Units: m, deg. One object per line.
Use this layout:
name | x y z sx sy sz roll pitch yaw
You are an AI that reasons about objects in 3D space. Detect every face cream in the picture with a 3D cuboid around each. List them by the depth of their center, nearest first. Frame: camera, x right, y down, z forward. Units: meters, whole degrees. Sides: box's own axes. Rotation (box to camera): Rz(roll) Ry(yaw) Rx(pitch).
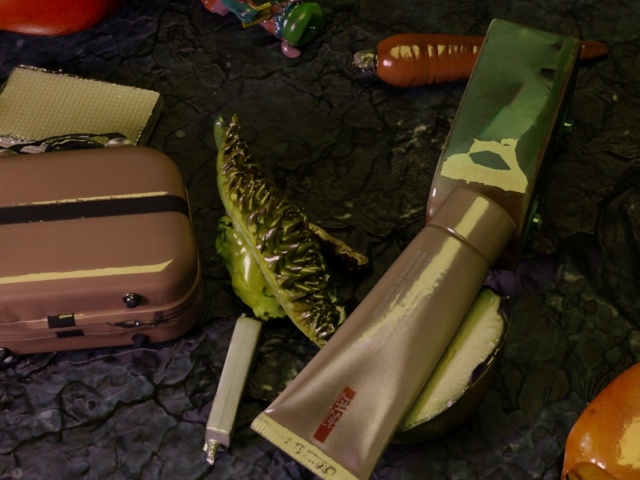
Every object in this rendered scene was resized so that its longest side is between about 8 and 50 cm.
face cream | 0.081 0.099 1.656 0.137 0.084 0.341 34 76 12

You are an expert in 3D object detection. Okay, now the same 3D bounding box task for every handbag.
handbag | -0.288 -0.014 1.779 0.302 0.149 0.283 -5 52 -1

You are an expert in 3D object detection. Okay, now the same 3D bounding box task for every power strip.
power strip | -0.096 0.160 1.707 0.030 0.047 0.191 13 55 3

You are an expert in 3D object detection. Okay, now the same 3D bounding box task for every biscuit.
biscuit | -0.306 -0.151 1.941 0.199 0.040 0.121 13 58 12

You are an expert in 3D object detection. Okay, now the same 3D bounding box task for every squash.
squash | 0.158 0.144 1.681 0.085 0.184 0.192 39 58 -20

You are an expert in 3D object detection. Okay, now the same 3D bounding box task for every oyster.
oyster | -0.001 0.001 1.823 0.029 0.086 0.132 -59 31 -1

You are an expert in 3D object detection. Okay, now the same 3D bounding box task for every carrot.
carrot | 0.205 -0.229 1.981 0.336 0.069 0.069 -2 54 -8

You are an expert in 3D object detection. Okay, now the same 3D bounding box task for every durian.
durian | -0.052 0.018 1.756 0.106 0.132 0.375 -12 64 -36

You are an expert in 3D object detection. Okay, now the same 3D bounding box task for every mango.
mango | 0.369 0.195 1.629 0.252 0.126 0.154 -28 70 -19

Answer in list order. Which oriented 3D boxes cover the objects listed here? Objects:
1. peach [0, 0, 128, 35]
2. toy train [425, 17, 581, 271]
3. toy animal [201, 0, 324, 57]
peach | -0.357 -0.433 1.962 0.370 0.370 0.370 0 54 1
toy train | 0.216 -0.110 1.832 0.129 0.159 0.326 15 57 14
toy animal | -0.099 -0.317 2.020 0.208 0.100 0.103 40 25 12
